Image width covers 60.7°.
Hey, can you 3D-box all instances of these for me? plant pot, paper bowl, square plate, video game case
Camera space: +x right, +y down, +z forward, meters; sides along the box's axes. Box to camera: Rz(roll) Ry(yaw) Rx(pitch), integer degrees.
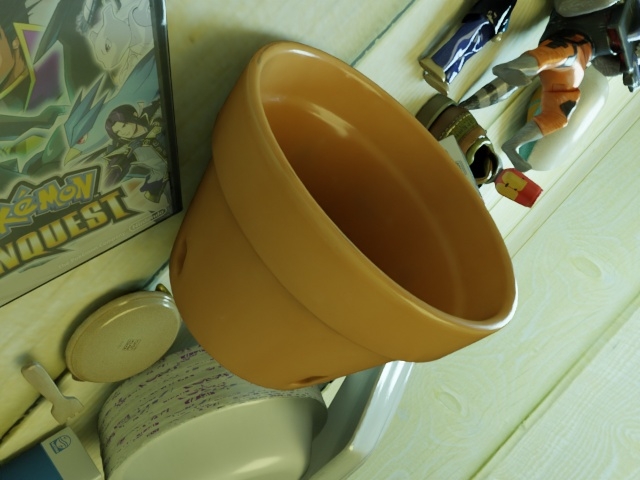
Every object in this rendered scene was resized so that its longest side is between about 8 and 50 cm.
[{"bbox_3d":[0.000,0.000,0.496,0.203,0.290,0.291,-41,163,32],"label":"plant pot"},{"bbox_3d":[-0.126,0.259,0.699,0.284,0.148,0.284,-18,145,-13],"label":"paper bowl"},{"bbox_3d":[0.063,0.232,0.810,0.344,0.049,0.347,-53,173,-44],"label":"square plate"},{"bbox_3d":[-0.209,-0.047,0.320,0.275,0.035,0.248,-33,153,-31],"label":"video game case"}]

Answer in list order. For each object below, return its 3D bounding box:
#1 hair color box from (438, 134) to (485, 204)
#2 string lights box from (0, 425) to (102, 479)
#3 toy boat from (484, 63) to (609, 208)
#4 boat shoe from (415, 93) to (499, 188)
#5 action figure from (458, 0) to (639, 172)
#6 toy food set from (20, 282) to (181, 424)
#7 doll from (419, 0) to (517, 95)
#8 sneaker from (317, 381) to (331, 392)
[{"bbox_3d":[0.120,-0.057,0.726,0.167,0.093,0.053,-24,163,18],"label":"hair color box"},{"bbox_3d":[-0.367,0.324,0.576,0.260,0.077,0.133,-30,152,-36],"label":"string lights box"},{"bbox_3d":[0.427,-0.210,1.079,0.318,0.148,0.267,-49,163,-17],"label":"toy boat"},{"bbox_3d":[0.223,-0.117,0.880,0.110,0.104,0.307,-51,157,7],"label":"boat shoe"},{"bbox_3d":[0.353,-0.317,0.803,0.330,0.178,0.341,-49,131,-14],"label":"action figure"},{"bbox_3d":[-0.204,0.098,0.570,0.192,0.038,0.132,-31,145,-24],"label":"toy food set"},{"bbox_3d":[0.201,-0.273,0.670,0.189,0.046,0.129,-49,158,4],"label":"doll"},{"bbox_3d":[-0.056,0.241,0.930,0.182,0.127,0.315,-47,159,-8],"label":"sneaker"}]
